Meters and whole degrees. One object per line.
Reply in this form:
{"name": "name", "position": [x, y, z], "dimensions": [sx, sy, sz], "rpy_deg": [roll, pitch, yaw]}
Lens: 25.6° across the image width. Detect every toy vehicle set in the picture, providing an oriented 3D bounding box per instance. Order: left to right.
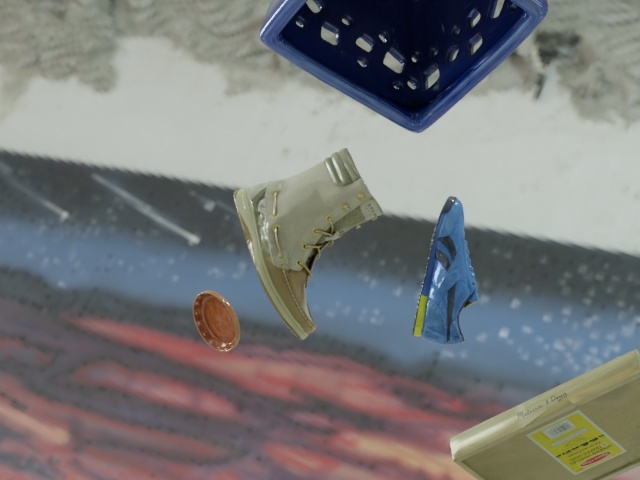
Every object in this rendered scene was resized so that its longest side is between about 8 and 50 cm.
{"name": "toy vehicle set", "position": [0.315, 0.240, 1.719], "dimensions": [0.267, 0.035, 0.166], "rpy_deg": [-30, -50, 25]}

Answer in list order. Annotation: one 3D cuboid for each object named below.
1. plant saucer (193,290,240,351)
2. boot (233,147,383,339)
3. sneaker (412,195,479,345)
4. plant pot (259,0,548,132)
{"name": "plant saucer", "position": [-0.132, 0.103, 1.811], "dimensions": [0.083, 0.013, 0.083], "rpy_deg": [24, -54, 37]}
{"name": "boot", "position": [0.000, 0.000, 1.686], "dimensions": [0.165, 0.213, 0.077], "rpy_deg": [-23, -28, 3]}
{"name": "sneaker", "position": [0.184, 0.043, 1.937], "dimensions": [0.082, 0.209, 0.069], "rpy_deg": [10, -16, 7]}
{"name": "plant pot", "position": [0.095, -0.302, 1.596], "dimensions": [0.236, 0.212, 0.236], "rpy_deg": [29, -50, -21]}
